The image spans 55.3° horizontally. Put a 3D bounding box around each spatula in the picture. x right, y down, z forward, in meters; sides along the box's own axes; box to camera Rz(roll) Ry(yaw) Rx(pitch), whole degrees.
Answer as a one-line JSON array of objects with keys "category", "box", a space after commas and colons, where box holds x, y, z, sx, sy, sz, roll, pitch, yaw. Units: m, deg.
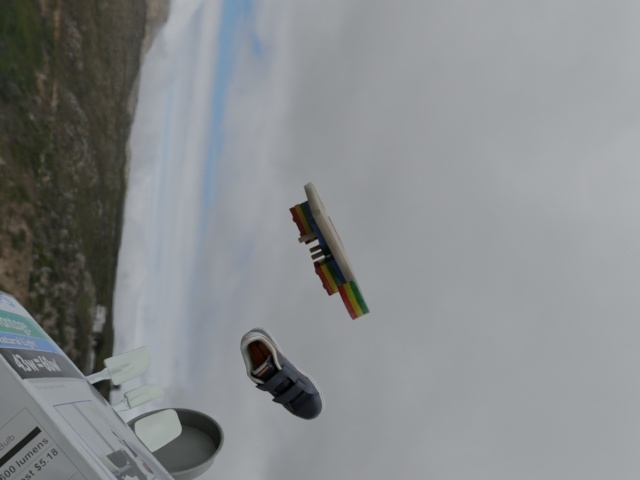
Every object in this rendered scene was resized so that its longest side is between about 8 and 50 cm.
[{"category": "spatula", "box": [-0.343, 0.277, 0.960, 0.019, 0.242, 0.168, -28, -98, 40]}]

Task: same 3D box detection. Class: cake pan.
[{"category": "cake pan", "box": [-0.411, 0.562, 1.667, 0.293, 0.293, 0.054, -134, -134, -64]}]

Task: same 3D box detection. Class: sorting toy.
[{"category": "sorting toy", "box": [0.000, 0.000, 0.845, 0.274, 0.046, 0.132, -107, 170, -67]}]

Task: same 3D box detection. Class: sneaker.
[{"category": "sneaker", "box": [-0.121, 0.396, 1.751, 0.126, 0.321, 0.127, -44, 173, 10]}]

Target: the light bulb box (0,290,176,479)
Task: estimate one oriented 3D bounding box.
[{"category": "light bulb box", "box": [-0.395, 0.280, 0.629, 0.361, 0.358, 0.225, 46, -13, 7]}]
